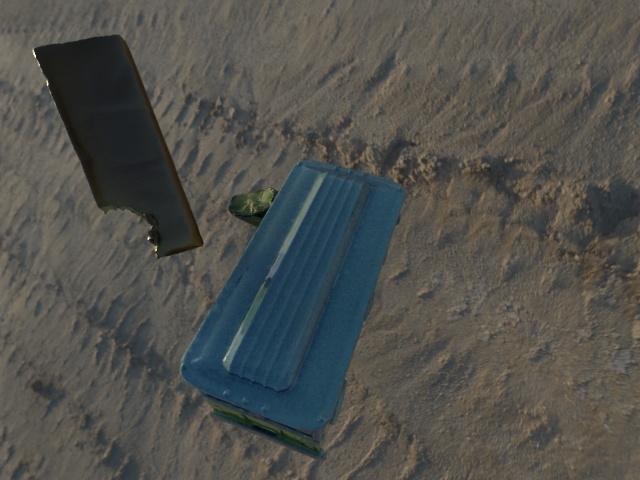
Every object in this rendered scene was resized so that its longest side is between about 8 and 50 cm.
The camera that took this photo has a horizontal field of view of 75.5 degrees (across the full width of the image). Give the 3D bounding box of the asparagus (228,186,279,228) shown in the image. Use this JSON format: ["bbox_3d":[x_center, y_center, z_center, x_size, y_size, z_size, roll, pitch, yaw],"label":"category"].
[{"bbox_3d":[0.000,-0.001,0.739,0.085,0.343,0.082,-53,29,14],"label":"asparagus"}]

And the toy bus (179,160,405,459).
[{"bbox_3d":[-0.012,0.073,0.505,0.152,0.190,0.312,16,55,12],"label":"toy bus"}]

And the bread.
[{"bbox_3d":[-0.202,-0.087,0.429,0.049,0.088,0.226,0,110,63],"label":"bread"}]
